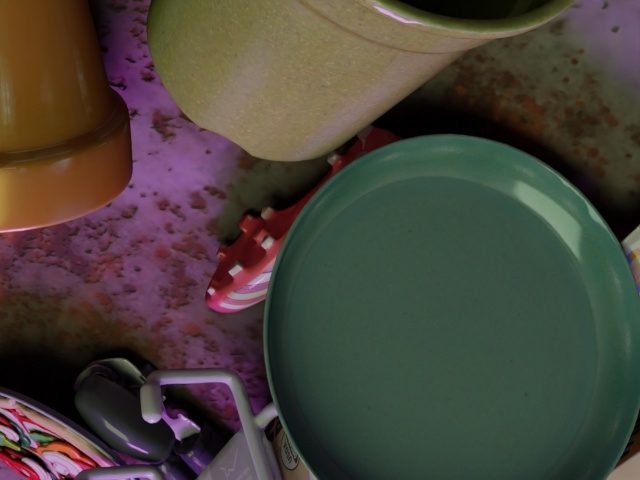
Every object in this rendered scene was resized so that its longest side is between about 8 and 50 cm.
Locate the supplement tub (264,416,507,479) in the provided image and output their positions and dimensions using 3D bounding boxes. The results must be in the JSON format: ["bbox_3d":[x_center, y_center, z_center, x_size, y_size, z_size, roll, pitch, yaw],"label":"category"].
[{"bbox_3d":[0.052,0.213,1.599,0.228,0.228,0.316,22,132,-7],"label":"supplement tub"}]

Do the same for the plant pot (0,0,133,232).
[{"bbox_3d":[-0.247,-0.133,1.393,0.205,0.205,0.188,4,116,8],"label":"plant pot"}]

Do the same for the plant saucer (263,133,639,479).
[{"bbox_3d":[0.101,0.077,1.416,0.317,0.318,0.043,29,164,-14],"label":"plant saucer"}]

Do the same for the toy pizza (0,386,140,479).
[{"bbox_3d":[-0.255,0.203,1.735,0.201,0.032,0.201,26,156,13],"label":"toy pizza"}]

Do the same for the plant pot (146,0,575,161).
[{"bbox_3d":[0.008,-0.191,1.251,0.276,0.276,0.254,28,143,-13],"label":"plant pot"}]

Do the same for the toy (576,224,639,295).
[{"bbox_3d":[0.299,0.023,1.493,0.137,0.056,0.237,35,124,-14],"label":"toy"}]

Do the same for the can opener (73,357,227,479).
[{"bbox_3d":[-0.129,0.222,1.735,0.076,0.095,0.283,-28,114,33],"label":"can opener"}]

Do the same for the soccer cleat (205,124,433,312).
[{"bbox_3d":[0.000,0.000,1.523,0.095,0.083,0.248,36,126,-21],"label":"soccer cleat"}]

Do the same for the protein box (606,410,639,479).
[{"bbox_3d":[0.342,0.226,1.569,0.200,0.136,0.201,47,126,0],"label":"protein box"}]

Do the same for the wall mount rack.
[{"bbox_3d":[-0.108,0.286,1.522,0.130,0.304,0.350,-2,151,-28],"label":"wall mount rack"}]
